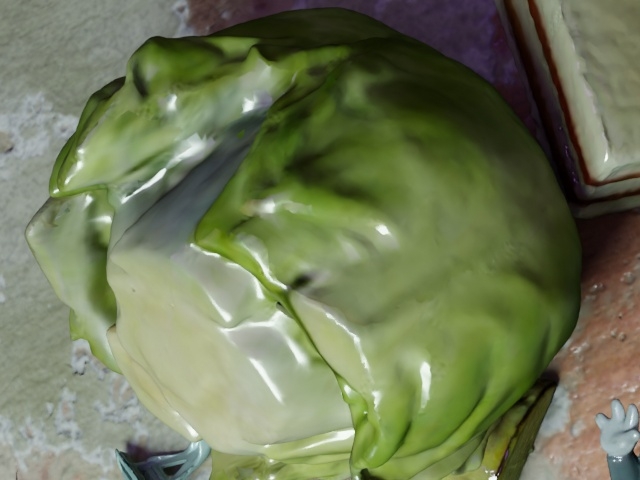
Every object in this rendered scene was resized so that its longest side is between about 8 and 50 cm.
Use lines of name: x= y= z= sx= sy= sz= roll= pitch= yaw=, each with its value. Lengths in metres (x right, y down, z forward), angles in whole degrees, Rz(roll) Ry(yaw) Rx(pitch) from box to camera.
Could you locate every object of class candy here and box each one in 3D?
candy: x=0.248 y=-0.194 z=1.171 sx=0.179 sy=0.135 sz=0.320 roll=-11 pitch=72 yaw=-11

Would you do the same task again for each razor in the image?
razor: x=-0.094 y=0.132 z=1.353 sx=0.278 sy=0.056 sz=0.111 roll=-57 pitch=28 yaw=-1

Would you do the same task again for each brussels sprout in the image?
brussels sprout: x=0.010 y=-0.004 z=1.169 sx=0.425 sy=0.361 sz=0.342 roll=36 pitch=141 yaw=20

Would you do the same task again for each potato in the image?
potato: x=0.118 y=0.168 z=1.227 sx=0.120 sy=0.081 sz=0.149 roll=23 pitch=90 yaw=25

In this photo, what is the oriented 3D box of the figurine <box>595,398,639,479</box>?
figurine: x=0.296 y=0.224 z=1.105 sx=0.193 sy=0.140 sz=0.265 roll=45 pitch=114 yaw=48
